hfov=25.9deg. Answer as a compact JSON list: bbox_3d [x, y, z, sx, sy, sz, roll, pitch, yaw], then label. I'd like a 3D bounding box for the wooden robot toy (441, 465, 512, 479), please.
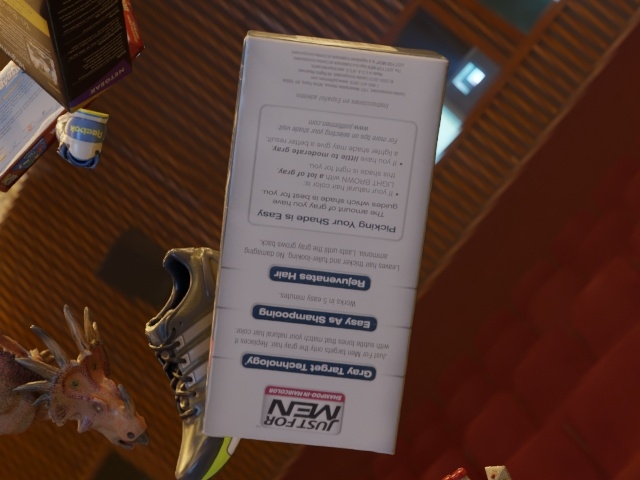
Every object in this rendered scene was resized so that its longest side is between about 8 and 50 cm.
[{"bbox_3d":[0.174,0.348,1.775,0.173,0.076,0.079,-42,5,43],"label":"wooden robot toy"}]

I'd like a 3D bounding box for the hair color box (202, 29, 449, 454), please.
[{"bbox_3d":[0.000,0.000,1.215,0.105,0.174,0.347,-101,18,-79],"label":"hair color box"}]

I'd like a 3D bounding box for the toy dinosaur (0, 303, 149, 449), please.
[{"bbox_3d":[-0.319,0.124,1.344,0.296,0.127,0.200,15,-26,-25],"label":"toy dinosaur"}]

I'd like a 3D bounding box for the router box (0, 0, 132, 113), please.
[{"bbox_3d":[-0.308,-0.293,1.255,0.081,0.309,0.243,-40,-23,-23],"label":"router box"}]

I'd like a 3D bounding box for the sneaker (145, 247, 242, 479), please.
[{"bbox_3d":[-0.152,0.144,1.650,0.121,0.300,0.111,15,-25,-26],"label":"sneaker"}]

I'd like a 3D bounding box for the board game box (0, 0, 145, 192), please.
[{"bbox_3d":[-0.324,-0.198,1.692,0.281,0.145,0.027,-40,-37,27],"label":"board game box"}]

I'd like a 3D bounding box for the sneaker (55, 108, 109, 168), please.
[{"bbox_3d":[-0.268,-0.108,1.541,0.144,0.053,0.059,157,121,-76],"label":"sneaker"}]
